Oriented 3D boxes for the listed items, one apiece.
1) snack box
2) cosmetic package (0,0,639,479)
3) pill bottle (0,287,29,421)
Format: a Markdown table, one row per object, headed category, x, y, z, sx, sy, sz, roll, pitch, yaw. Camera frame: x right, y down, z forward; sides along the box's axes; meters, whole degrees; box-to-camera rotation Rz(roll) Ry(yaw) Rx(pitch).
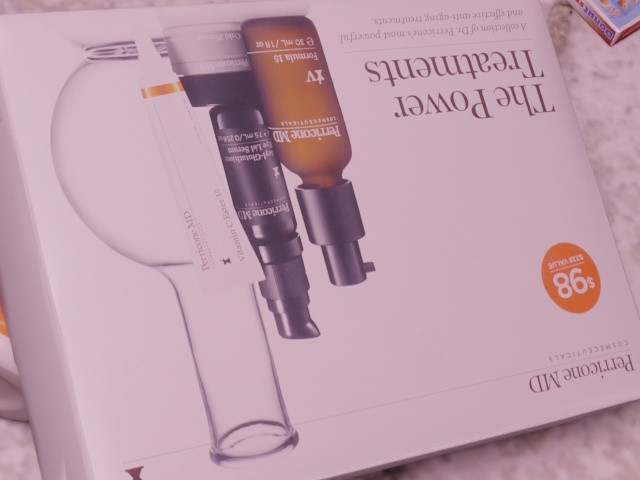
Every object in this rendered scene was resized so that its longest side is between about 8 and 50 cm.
| category | x | y | z | sx | sy | sz | roll | pitch | yaw |
| --- | --- | --- | --- | --- | --- | --- | --- | --- | --- |
| snack box | 0.276 | -0.222 | 1.096 | 0.178 | 0.022 | 0.064 | -33 | 74 | -22 |
| cosmetic package | 0.000 | 0.000 | 0.825 | 0.377 | 0.097 | 0.284 | -9 | 79 | -29 |
| pill bottle | -0.176 | -0.006 | 0.862 | 0.121 | 0.121 | 0.216 | 20 | 63 | 1 |
